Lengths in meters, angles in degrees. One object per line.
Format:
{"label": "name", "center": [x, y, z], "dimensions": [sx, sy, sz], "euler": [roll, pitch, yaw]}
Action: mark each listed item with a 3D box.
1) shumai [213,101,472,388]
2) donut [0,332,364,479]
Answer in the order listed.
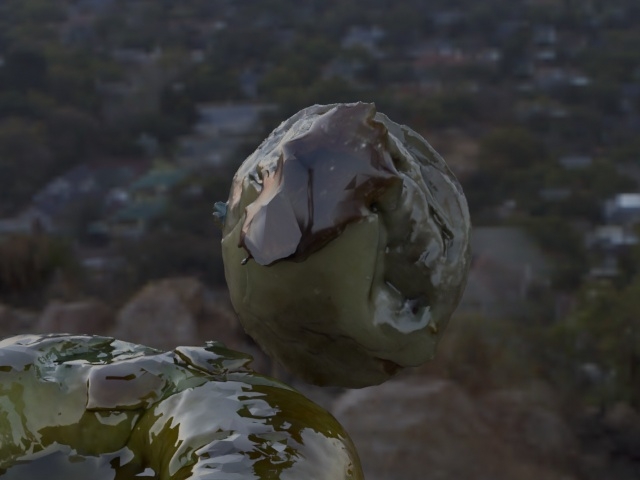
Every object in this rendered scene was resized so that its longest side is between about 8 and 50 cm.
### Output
{"label": "shumai", "center": [0.000, 0.000, 1.110], "dimensions": [0.201, 0.201, 0.120], "euler": [9, 3, 32]}
{"label": "donut", "center": [-0.147, 0.171, 0.955], "dimensions": [0.360, 0.170, 0.360], "euler": [0, 20, 0]}
